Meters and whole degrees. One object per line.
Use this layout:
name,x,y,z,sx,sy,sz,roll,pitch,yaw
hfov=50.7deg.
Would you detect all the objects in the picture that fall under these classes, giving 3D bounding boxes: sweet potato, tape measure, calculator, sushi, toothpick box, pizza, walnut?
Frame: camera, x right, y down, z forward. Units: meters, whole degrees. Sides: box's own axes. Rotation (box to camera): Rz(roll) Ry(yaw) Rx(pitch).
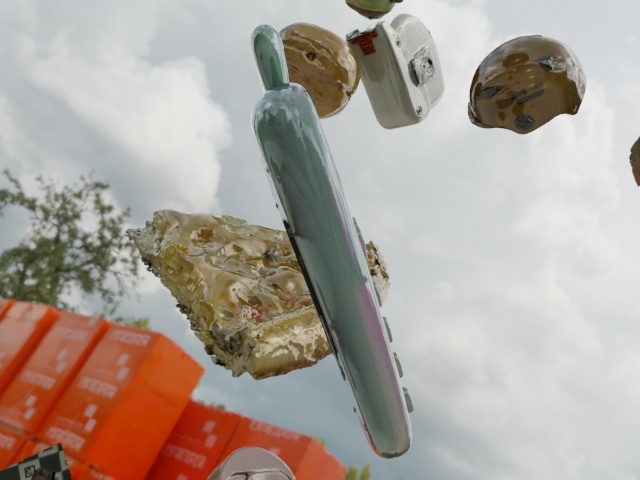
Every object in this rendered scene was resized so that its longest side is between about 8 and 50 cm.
sweet potato,0.676,-0.197,1.382,0.068,0.060,0.206,14,-56,9
tape measure,0.194,-0.417,1.631,0.130,0.265,0.258,-6,-63,41
calculator,0.000,0.000,0.460,0.185,0.041,0.299,105,-34,-84
sushi,-0.454,0.441,1.074,0.031,0.139,0.201,-6,-80,50
toothpick box,-0.101,0.307,0.747,0.098,0.098,0.149,33,-56,-9
pizza,-0.043,0.050,1.008,0.392,0.080,0.435,-1,28,-34
walnut,-0.023,-0.377,1.503,0.222,0.195,0.195,35,-28,2

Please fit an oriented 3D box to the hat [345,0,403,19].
hat,0.077,-0.357,0.963,0.077,0.076,0.059,24,17,-21

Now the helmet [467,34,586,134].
helmet,0.382,-0.309,1.276,0.224,0.198,0.130,-11,-47,14
